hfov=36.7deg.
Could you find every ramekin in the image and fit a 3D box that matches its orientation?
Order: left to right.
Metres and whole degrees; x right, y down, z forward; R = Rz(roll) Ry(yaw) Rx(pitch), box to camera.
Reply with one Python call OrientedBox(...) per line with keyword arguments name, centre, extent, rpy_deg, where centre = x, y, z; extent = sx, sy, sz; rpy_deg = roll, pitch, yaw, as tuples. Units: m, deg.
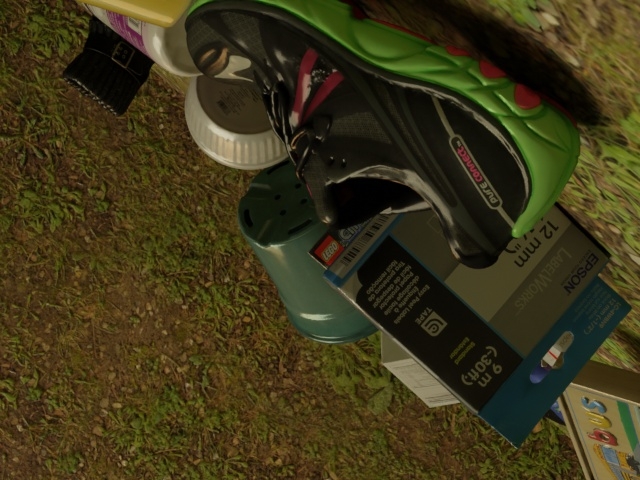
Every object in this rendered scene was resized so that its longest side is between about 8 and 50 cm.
OrientedBox(name="ramekin", centre=(-0.115, -0.226, 1.544), extent=(0.207, 0.207, 0.109), rpy_deg=(41, 167, 5))

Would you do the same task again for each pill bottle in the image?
OrientedBox(name="pill bottle", centre=(-0.254, -0.376, 1.413), extent=(0.301, 0.169, 0.169), rpy_deg=(39, 176, 32))

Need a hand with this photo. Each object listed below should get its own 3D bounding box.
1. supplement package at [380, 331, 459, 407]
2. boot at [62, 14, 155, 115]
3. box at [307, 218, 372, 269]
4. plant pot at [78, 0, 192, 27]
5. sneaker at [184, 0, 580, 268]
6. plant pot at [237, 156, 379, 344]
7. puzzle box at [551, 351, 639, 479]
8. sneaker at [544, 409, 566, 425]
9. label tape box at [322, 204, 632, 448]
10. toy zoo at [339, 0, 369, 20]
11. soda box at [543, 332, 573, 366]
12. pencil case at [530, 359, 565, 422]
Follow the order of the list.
OrientedBox(name="supplement package", centre=(0.266, 0.203, 2.028), extent=(0.263, 0.198, 0.199), rpy_deg=(45, -143, -49))
OrientedBox(name="boot", centre=(-0.471, -0.449, 2.029), extent=(0.348, 0.260, 0.131), rpy_deg=(43, 176, -35))
OrientedBox(name="box", centre=(0.118, -0.019, 1.265), extent=(0.159, 0.233, 0.044), rpy_deg=(41, 180, 1))
OrientedBox(name="plant pot", centre=(-0.231, -0.356, 1.032), extent=(0.239, 0.254, 0.254), rpy_deg=(26, -178, -21))
OrientedBox(name="sneaker", centre=(0.013, -0.123, 0.951), extent=(0.482, 0.202, 0.185), rpy_deg=(31, -170, 39))
OrientedBox(name="plant pot", centre=(0.000, 0.000, 2.142), extent=(0.341, 0.341, 0.334), rpy_deg=(37, 168, 45))
OrientedBox(name="puzzle box", centre=(0.524, 0.346, 1.496), extent=(0.272, 0.052, 0.409), rpy_deg=(14, 145, 41))
OrientedBox(name="sneaker", centre=(0.498, 0.310, 2.159), extent=(0.295, 0.178, 0.124), rpy_deg=(11, 133, -4))
OrientedBox(name="label tape box", centre=(0.214, 0.069, 1.183), extent=(0.347, 0.249, 0.115), rpy_deg=(42, 176, -10))
OrientedBox(name="toy zoo", centre=(0.033, -0.237, 1.168), extent=(0.293, 0.030, 0.192), rpy_deg=(43, 176, -21))
OrientedBox(name="soda box", centre=(0.412, 0.167, 1.659), extent=(0.069, 0.074, 0.216), rpy_deg=(40, 176, 12))
OrientedBox(name="pencil case", centre=(0.499, 0.296, 1.940), extent=(0.306, 0.119, 0.133), rpy_deg=(41, 162, 2))
